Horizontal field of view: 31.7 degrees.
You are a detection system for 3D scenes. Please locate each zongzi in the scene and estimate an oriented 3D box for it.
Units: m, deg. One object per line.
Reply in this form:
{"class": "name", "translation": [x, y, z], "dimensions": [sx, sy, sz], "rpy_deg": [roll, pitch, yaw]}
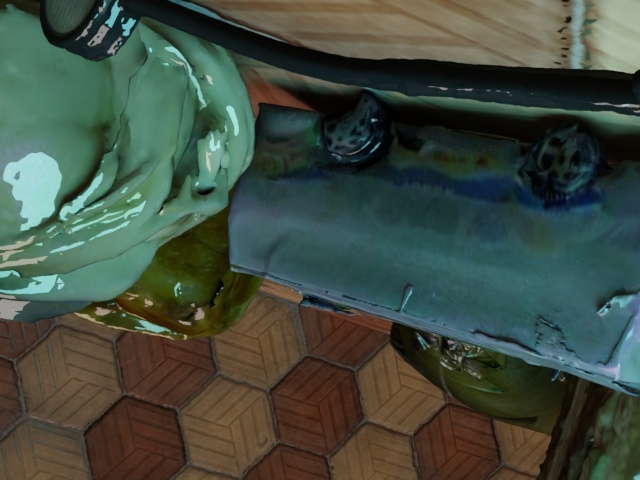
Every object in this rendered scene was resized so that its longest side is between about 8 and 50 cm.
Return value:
{"class": "zongzi", "translation": [0.215, 0.126, 1.126], "dimensions": [0.300, 0.145, 0.274], "rpy_deg": [36, 175, 3]}

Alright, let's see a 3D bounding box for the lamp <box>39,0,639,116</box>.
{"class": "lamp", "translation": [0.020, -0.068, 0.459], "dimensions": [0.371, 0.130, 0.109], "rpy_deg": [9, 178, 45]}

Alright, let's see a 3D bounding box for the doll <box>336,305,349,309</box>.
{"class": "doll", "translation": [0.006, 0.003, 1.085], "dimensions": [0.134, 0.106, 0.186], "rpy_deg": [27, -179, 38]}

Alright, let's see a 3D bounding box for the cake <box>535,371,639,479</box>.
{"class": "cake", "translation": [0.342, 0.175, 0.936], "dimensions": [0.282, 0.255, 0.290], "rpy_deg": [18, 179, 1]}

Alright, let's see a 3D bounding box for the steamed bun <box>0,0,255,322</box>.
{"class": "steamed bun", "translation": [-0.191, -0.053, 0.726], "dimensions": [0.268, 0.207, 0.280], "rpy_deg": [19, 175, -13]}

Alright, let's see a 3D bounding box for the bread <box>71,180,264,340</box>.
{"class": "bread", "translation": [-0.208, -0.035, 0.994], "dimensions": [0.344, 0.195, 0.149], "rpy_deg": [20, 168, 7]}

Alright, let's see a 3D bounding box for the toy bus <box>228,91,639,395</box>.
{"class": "toy bus", "translation": [0.084, -0.004, 0.681], "dimensions": [0.317, 0.138, 0.112], "rpy_deg": [14, 174, 42]}
